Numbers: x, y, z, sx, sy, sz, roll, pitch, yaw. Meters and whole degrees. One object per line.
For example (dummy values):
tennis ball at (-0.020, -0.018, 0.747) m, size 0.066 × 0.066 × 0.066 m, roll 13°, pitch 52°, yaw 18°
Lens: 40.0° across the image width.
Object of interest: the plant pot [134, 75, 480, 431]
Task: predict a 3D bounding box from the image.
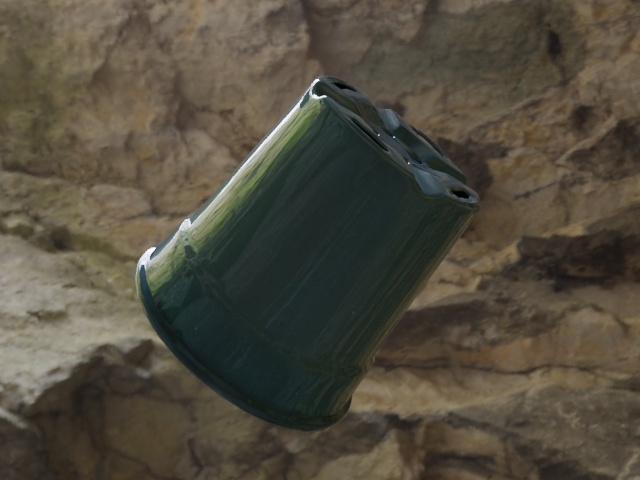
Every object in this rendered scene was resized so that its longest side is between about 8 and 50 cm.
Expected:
plant pot at (0.000, 0.000, 1.103) m, size 0.334 × 0.341 × 0.341 m, roll -51°, pitch -119°, yaw 20°
